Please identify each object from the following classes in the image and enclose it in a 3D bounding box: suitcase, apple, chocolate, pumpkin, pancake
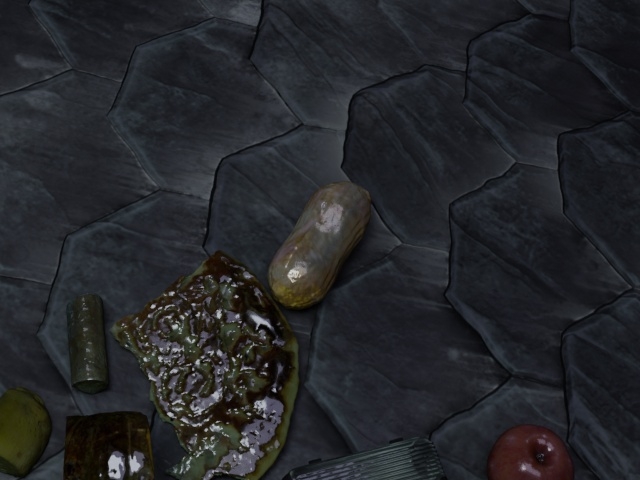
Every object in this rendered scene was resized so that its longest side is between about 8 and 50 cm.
[{"bbox_3d":[0.069,0.451,1.473,0.312,0.128,0.202,-9,62,-17],"label":"suitcase"},{"bbox_3d":[0.367,0.395,1.568,0.153,0.120,0.153,5,58,-7],"label":"apple"},{"bbox_3d":[0.000,0.000,1.726,0.134,0.134,0.309,30,59,7],"label":"chocolate"},{"bbox_3d":[-0.317,0.369,1.345,0.139,0.317,0.222,1,80,-17],"label":"pumpkin"},{"bbox_3d":[-0.181,0.233,1.605,0.305,0.067,0.427,-22,67,-14],"label":"pancake"}]

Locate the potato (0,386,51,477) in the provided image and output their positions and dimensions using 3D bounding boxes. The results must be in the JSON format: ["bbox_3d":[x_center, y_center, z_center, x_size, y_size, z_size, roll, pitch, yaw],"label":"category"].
[{"bbox_3d":[-0.486,0.296,1.462,0.081,0.120,0.149,14,59,-1],"label":"potato"}]

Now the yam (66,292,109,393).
[{"bbox_3d":[-0.408,0.182,1.578,0.068,0.068,0.169,-4,62,-13],"label":"yam"}]
